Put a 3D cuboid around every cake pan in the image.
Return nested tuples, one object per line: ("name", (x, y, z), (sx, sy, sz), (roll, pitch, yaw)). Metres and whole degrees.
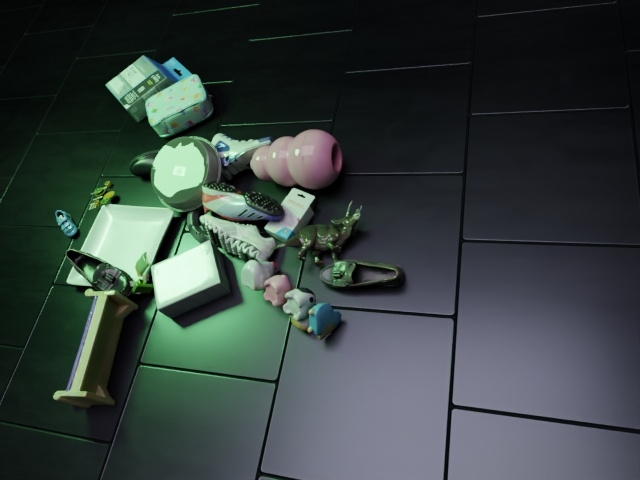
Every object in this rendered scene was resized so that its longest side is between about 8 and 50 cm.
("cake pan", (-0.505, -0.253, 1.844), (0.293, 0.054, 0.293), (-4, 78, 20))

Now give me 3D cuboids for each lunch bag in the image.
("lunch bag", (-0.598, -0.577, 2.133), (0.279, 0.108, 0.224), (-26, 52, 0))

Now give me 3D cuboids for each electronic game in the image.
("electronic game", (-0.380, -0.090, 1.828), (0.229, 0.048, 0.229), (-4, 68, 11))

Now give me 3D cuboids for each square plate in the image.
("square plate", (-0.740, 0.027, 1.878), (0.344, 0.049, 0.347), (5, 64, 20))

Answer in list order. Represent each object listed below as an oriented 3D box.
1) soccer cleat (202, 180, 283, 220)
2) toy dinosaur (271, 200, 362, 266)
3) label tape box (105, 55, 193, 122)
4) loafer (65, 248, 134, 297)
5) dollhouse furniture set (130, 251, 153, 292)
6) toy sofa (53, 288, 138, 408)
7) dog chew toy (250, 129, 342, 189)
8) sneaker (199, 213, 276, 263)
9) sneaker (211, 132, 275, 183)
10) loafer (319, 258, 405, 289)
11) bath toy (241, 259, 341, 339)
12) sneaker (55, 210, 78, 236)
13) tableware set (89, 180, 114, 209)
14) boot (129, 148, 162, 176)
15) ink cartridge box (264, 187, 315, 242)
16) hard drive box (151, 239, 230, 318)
("soccer cleat", (-0.271, -0.113, 1.735), (0.318, 0.116, 0.108), (18, 25, 18))
("toy dinosaur", (0.000, 0.000, 1.639), (0.314, 0.121, 0.160), (-14, 47, 15))
("label tape box", (-0.772, -0.723, 2.271), (0.334, 0.106, 0.240), (-41, 59, -7))
("loafer", (-0.786, 0.113, 1.759), (0.302, 0.095, 0.109), (23, 72, 26))
("dollhouse furniture set", (-0.623, 0.113, 1.713), (0.076, 0.058, 0.151), (-49, 51, 30))
("toy sofa", (-0.750, 0.352, 1.642), (0.177, 0.150, 0.362), (-3, 61, 14))
("dog chew toy", (-0.095, -0.278, 1.760), (0.332, 0.206, 0.206), (-1, 62, 24))
("sneaker", (-0.285, -0.014, 1.721), (0.292, 0.110, 0.118), (31, 64, 13))
("sneaker", (-0.327, -0.347, 1.908), (0.315, 0.127, 0.182), (-22, 60, 7))
("loafer", (0.121, 0.099, 1.534), (0.268, 0.084, 0.096), (-2, 80, 16))
("bath toy", (-0.100, 0.169, 1.554), (0.348, 0.151, 0.129), (31, 37, 32))
("sneaker", (-1.028, -0.068, 2.016), (0.053, 0.059, 0.144), (-40, 59, -9))
("tableware set", (-0.886, -0.188, 2.032), (0.104, 0.024, 0.154), (-17, 40, 8))
("boot", (-0.632, -0.262, 1.976), (0.246, 0.094, 0.207), (-20, 54, -1))
("ink cartridge box", (-0.096, -0.082, 1.726), (0.104, 0.061, 0.181), (25, 73, 29))
("hard drive box", (-0.444, 0.131, 1.702), (0.232, 0.089, 0.181), (-23, 57, 4))
